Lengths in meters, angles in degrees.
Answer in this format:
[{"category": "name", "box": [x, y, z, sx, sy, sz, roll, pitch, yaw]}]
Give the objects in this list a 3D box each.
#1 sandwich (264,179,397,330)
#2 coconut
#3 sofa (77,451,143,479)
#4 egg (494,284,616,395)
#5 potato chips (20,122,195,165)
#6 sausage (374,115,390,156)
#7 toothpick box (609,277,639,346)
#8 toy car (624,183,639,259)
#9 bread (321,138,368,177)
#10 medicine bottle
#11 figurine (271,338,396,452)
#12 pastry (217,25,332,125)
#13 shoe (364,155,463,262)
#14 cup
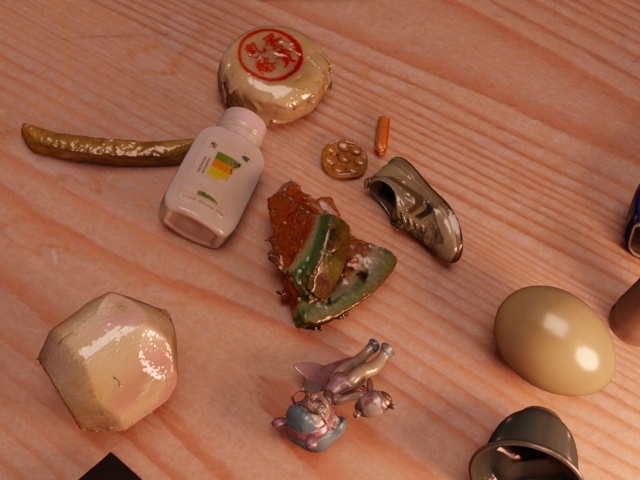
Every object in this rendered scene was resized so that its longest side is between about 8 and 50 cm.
[{"category": "sandwich", "box": [0.000, 0.000, 1.557, 0.250, 0.162, 0.301, -27, 68, -25]}, {"category": "coconut", "box": [-0.352, 0.205, 1.362, 0.230, 0.227, 0.227, -32, 67, -22]}, {"category": "sofa", "box": [-0.335, 0.440, 1.321, 0.147, 0.060, 0.085, 36, 45, 14]}, {"category": "egg", "box": [0.442, 0.190, 1.475, 0.241, 0.186, 0.186, 34, 61, 5]}, {"category": "potato chips", "box": [-0.449, -0.199, 1.686, 0.406, 0.057, 0.080, 4, 56, -4]}, {"category": "sausage", "box": [0.140, -0.234, 1.789, 0.031, 0.031, 0.107, 9, 60, -1]}, {"category": "toothpick box", "box": [0.654, 0.127, 1.541, 0.111, 0.181, 0.111, 2, 60, -3]}, {"category": "toy car", "box": [0.748, -0.060, 1.681, 0.157, 0.172, 0.235, 16, 53, 21]}, {"category": "bread", "box": [0.054, -0.181, 1.750, 0.109, 0.024, 0.110, 2, 60, -4]}, {"category": "medicine bottle", "box": [-0.212, -0.140, 1.643, 0.161, 0.111, 0.296, 30, 57, -10]}, {"category": "figurine", "box": [0.051, 0.285, 1.415, 0.205, 0.103, 0.260, 23, 51, 37]}, {"category": "pastry", "box": [-0.105, -0.378, 1.794, 0.264, 0.133, 0.265, 4, 61, -7]}, {"category": "shoe", "box": [0.198, -0.057, 1.652, 0.098, 0.103, 0.275, -27, 59, -19]}, {"category": "cup", "box": [0.375, 0.371, 1.379, 0.199, 0.199, 0.150, 24, 42, 8]}]
